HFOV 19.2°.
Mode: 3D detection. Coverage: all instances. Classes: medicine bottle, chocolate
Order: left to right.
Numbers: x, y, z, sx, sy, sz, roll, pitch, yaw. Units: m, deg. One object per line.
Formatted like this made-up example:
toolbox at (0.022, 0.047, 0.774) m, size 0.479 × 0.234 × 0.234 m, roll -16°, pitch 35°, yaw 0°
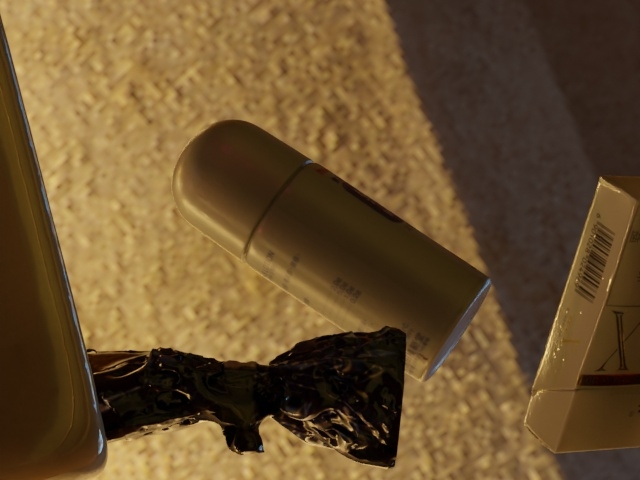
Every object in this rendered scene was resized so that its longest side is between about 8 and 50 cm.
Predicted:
chocolate at (-0.087, 0.133, 1.642) m, size 0.343 × 0.126 × 0.148 m, roll 3°, pitch -144°, yaw -11°
medicine bottle at (0.000, 0.000, 1.935) m, size 0.341 × 0.130 × 0.130 m, roll 33°, pitch -145°, yaw 10°

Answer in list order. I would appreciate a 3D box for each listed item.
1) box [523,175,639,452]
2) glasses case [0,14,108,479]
box at (0.171, 0.041, 1.038) m, size 0.084 × 0.154 × 0.040 m, roll -1°, pitch -154°, yaw -35°
glasses case at (-0.127, 0.021, 0.619) m, size 0.076 × 0.336 × 0.144 m, roll -14°, pitch -96°, yaw -11°
